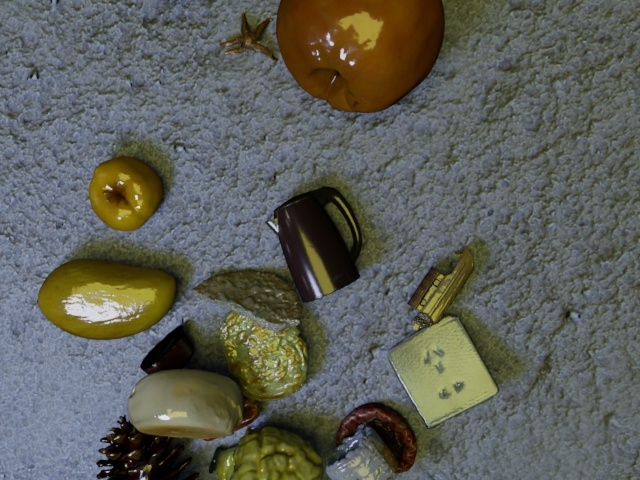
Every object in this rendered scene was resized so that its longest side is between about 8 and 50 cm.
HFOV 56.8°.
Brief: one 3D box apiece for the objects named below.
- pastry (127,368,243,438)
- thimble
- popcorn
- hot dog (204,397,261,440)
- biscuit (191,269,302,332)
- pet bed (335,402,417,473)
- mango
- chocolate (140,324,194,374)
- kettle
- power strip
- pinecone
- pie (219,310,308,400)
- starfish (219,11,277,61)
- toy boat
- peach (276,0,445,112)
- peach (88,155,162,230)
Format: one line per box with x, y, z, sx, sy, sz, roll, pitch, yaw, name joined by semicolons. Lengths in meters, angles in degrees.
-0.308;0.380;1.360;0.265;0.265;0.133;-6;61;7;pastry
0.094;0.518;1.364;0.151;0.127;0.118;-39;89;6;thimble
-0.119;0.584;1.391;0.237;0.293;0.293;25;100;-16;popcorn
-0.234;0.445;1.480;0.188;0.055;0.072;-23;95;10;hot dog
-0.152;0.127;1.395;0.290;0.141;0.038;18;139;25;biscuit
0.133;0.494;1.447;0.201;0.053;0.201;1;94;11;pet bed
-0.517;0.148;1.433;0.332;0.142;0.195;8;103;3;mango
-0.366;0.291;1.451;0.149;0.125;0.080;-42;108;6;chocolate
0.000;0.000;1.361;0.202;0.144;0.232;-24;91;-11;kettle
0.285;0.307;1.396;0.198;0.064;0.213;-30;73;11;power strip
-0.428;0.560;1.428;0.246;0.246;0.292;-23;87;9;pinecone
-0.128;0.266;1.428;0.201;0.090;0.248;-15;93;7;pie
-0.151;-0.459;1.363;0.130;0.041;0.133;38;100;-1;starfish
0.276;0.109;1.371;0.088;0.068;0.226;33;92;15;toy boat
0.088;-0.439;1.205;0.343;0.343;0.301;28;77;2;peach
-0.468;-0.112;1.413;0.179;0.103;0.179;0;97;3;peach
